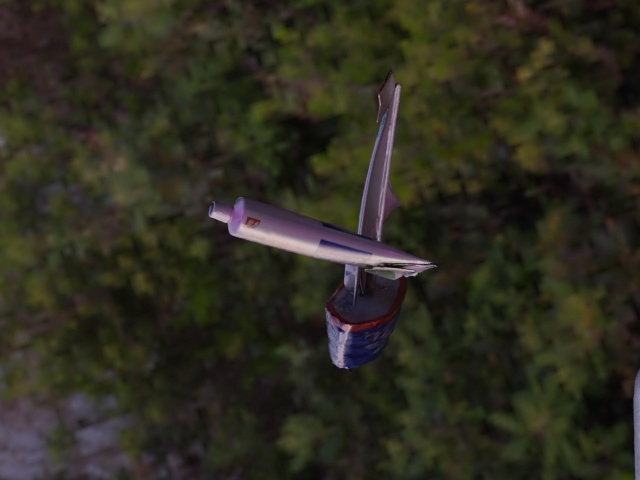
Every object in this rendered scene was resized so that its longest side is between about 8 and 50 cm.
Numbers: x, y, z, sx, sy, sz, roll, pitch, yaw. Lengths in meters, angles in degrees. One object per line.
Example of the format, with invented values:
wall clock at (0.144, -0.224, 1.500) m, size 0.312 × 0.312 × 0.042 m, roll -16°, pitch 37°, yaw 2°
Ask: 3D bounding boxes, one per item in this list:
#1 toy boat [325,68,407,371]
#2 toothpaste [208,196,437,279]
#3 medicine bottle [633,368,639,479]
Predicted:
toy boat at (0.055, 0.000, 2.015) m, size 0.219 × 0.072 × 0.318 m, roll -68°, pitch -13°, yaw -45°
toothpaste at (0.000, 0.000, 1.390) m, size 0.045 × 0.170 × 0.028 m, roll 148°, pitch 134°, yaw -62°
medicine bottle at (0.267, 0.111, 1.142) m, size 0.165 × 0.165 × 0.273 m, roll 130°, pitch 145°, yaw -68°
